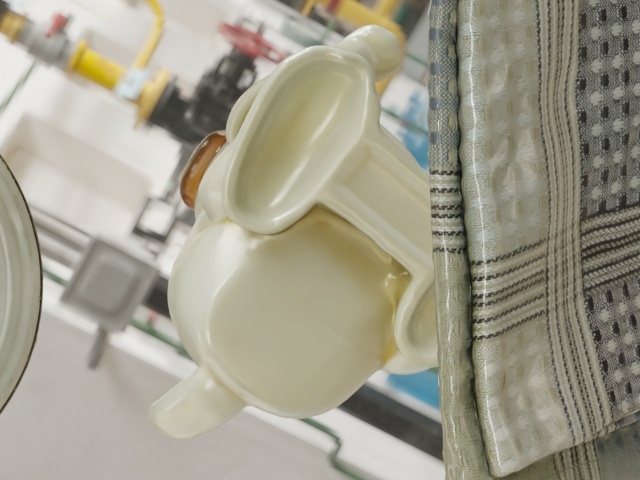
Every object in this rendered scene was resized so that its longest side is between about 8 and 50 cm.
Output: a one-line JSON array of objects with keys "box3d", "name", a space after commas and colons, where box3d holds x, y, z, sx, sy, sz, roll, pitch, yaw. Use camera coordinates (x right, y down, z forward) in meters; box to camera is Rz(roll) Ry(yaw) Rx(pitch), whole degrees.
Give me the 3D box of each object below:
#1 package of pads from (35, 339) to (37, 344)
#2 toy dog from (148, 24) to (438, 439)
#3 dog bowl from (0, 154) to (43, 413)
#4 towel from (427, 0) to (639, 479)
[{"box3d": [-0.474, 0.206, 1.757, 0.229, 0.101, 0.296, -3, 52, 60], "name": "package of pads"}, {"box3d": [0.000, 0.000, 1.388, 0.395, 0.284, 0.408, -59, 12, 9], "name": "toy dog"}, {"box3d": [-0.482, 0.040, 1.438, 0.150, 0.408, 0.408, -10, 50, 52], "name": "dog bowl"}, {"box3d": [0.177, -0.020, 0.829, 0.056, 0.312, 0.324, 7, 103, 44], "name": "towel"}]
